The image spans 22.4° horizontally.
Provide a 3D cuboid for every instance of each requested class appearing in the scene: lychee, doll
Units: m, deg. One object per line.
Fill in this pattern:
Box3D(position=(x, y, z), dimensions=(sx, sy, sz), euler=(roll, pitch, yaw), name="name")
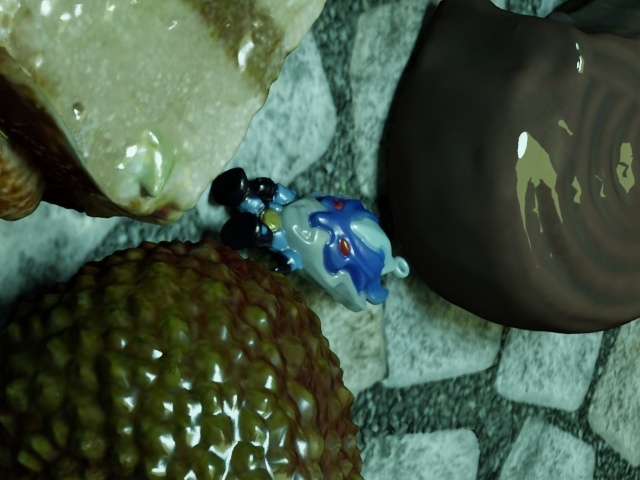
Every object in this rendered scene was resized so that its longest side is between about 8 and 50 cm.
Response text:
Box3D(position=(-0.089, 0.118, 0.983), dimensions=(0.236, 0.271, 0.236), euler=(-17, 130, -22), name="lychee")
Box3D(position=(0.000, 0.000, 1.189), dimensions=(0.195, 0.070, 0.096), euler=(20, 54, -45), name="doll")

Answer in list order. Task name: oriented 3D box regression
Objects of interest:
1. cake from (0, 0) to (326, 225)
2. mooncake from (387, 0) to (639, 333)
Box3D(position=(-0.146, -0.132, 0.898), dimensions=(0.293, 0.199, 0.196), euler=(-59, 138, -19), name="cake")
Box3D(position=(0.215, -0.081, 1.331), dimensions=(0.326, 0.174, 0.334), euler=(31, 77, -45), name="mooncake")
